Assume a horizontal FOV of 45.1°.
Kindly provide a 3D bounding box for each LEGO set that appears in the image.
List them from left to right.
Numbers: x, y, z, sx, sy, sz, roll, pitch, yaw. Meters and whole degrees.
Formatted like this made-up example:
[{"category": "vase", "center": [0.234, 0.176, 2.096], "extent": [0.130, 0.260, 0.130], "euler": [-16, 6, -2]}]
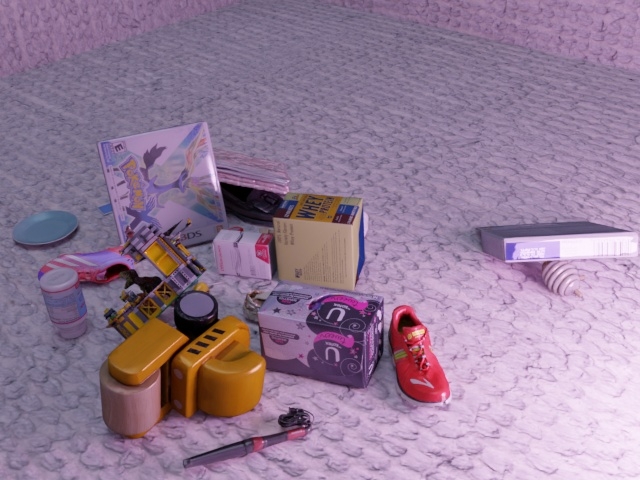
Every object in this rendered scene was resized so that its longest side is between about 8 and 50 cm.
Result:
[{"category": "LEGO set", "center": [-0.401, 0.072, 1.745], "extent": [0.255, 0.192, 0.331], "euler": [-43, 4, 10]}]

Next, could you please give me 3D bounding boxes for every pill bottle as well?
[{"category": "pill bottle", "center": [-0.601, 0.150, 1.820], "extent": [0.087, 0.160, 0.087], "euler": [-2, 33, 1]}]

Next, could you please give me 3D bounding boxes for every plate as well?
[{"category": "plate", "center": [-0.798, -0.031, 2.243], "extent": [0.188, 0.024, 0.188], "euler": [-2, 33, 1]}]

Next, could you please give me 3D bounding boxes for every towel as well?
[{"category": "towel", "center": [-0.259, -0.221, 2.322], "extent": [0.332, 0.053, 0.317], "euler": [11, 14, -11]}]

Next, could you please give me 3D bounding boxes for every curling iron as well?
[{"category": "curling iron", "center": [-0.138, 0.396, 1.518], "extent": [0.274, 0.035, 0.068], "euler": [-18, 32, -22]}]

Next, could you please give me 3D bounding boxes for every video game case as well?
[{"category": "video game case", "center": [-0.424, -0.138, 2.108], "extent": [0.300, 0.329, 0.036], "euler": [-14, 12, -16]}]

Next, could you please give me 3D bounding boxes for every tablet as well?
[{"category": "tablet", "center": [-0.633, -0.102, 2.353], "extent": [0.083, 0.006, 0.054], "euler": [-25, 39, -28]}]

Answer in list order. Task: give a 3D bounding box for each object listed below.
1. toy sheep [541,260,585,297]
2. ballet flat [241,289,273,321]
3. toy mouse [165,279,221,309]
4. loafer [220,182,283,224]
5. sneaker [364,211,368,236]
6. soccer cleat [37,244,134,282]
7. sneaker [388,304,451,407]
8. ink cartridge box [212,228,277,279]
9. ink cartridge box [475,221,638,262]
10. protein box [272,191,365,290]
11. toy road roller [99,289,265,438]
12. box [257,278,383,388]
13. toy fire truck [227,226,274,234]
[{"category": "toy sheep", "center": [0.591, 0.093, 1.879], "extent": [0.091, 0.091, 0.132], "euler": [-21, 42, -25]}, {"category": "ballet flat", "center": [-0.074, 0.162, 1.834], "extent": [0.241, 0.077, 0.091], "euler": [4, 33, 10]}, {"category": "toy mouse", "center": [-0.358, 0.119, 1.965], "extent": [0.143, 0.031, 0.161], "euler": [16, 38, 27]}, {"category": "loafer", "center": [-0.212, -0.124, 2.267], "extent": [0.303, 0.095, 0.109], "euler": [16, 36, 27]}, {"category": "sneaker", "center": [0.027, -0.042, 2.150], "extent": [0.212, 0.080, 0.094], "euler": [1, 45, 4]}, {"category": "soccer cleat", "center": [-0.609, 0.078, 2.013], "extent": [0.248, 0.083, 0.095], "euler": [-13, 46, -15]}, {"category": "sneaker", "center": [0.200, 0.241, 1.649], "extent": [0.107, 0.118, 0.279], "euler": [-10, 34, -9]}, {"category": "ink cartridge box", "center": [-0.195, 0.035, 2.008], "extent": [0.151, 0.109, 0.063], "euler": [6, 35, 14]}, {"category": "ink cartridge box", "center": [0.593, 0.002, 1.987], "extent": [0.324, 0.071, 0.330], "euler": [-3, 5, 0]}, {"category": "protein box", "center": [0.000, 0.000, 1.964], "extent": [0.201, 0.199, 0.136], "euler": [5, 34, 14]}, {"category": "toy road roller", "center": [-0.262, 0.278, 1.569], "extent": [0.241, 0.202, 0.329], "euler": [28, 43, 23]}, {"category": "box", "center": [0.002, 0.201, 1.686], "extent": [0.247, 0.163, 0.142], "euler": [8, 33, 17]}, {"category": "toy fire truck", "center": [-0.164, -0.004, 2.123], "extent": [0.192, 0.047, 0.135], "euler": [20, 39, 33]}]
